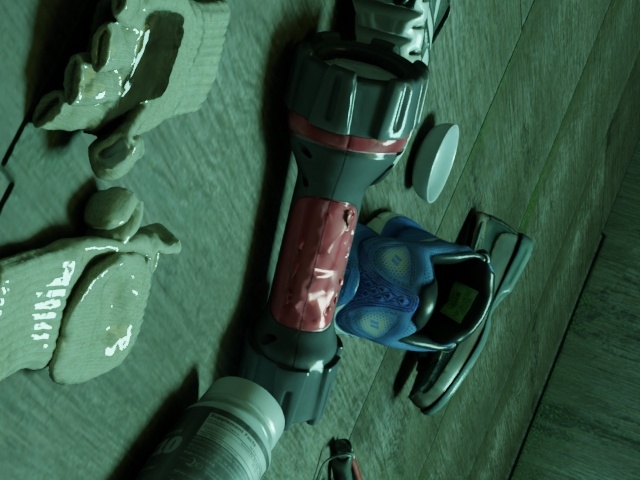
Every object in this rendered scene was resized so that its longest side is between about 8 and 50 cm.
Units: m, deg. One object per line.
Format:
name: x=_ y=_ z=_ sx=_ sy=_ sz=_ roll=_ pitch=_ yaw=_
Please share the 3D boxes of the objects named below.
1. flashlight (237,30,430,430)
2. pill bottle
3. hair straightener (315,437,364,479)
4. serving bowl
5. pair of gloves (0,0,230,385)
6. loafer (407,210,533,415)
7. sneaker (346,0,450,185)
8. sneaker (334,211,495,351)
flashlight: x=0.000 y=0.000 z=1.240 sx=0.103 sy=0.103 sz=0.304 roll=-10 pitch=123 yaw=-42
pill bottle: x=-0.083 y=0.166 z=1.188 sx=0.137 sy=0.078 sz=0.078 roll=-55 pitch=158 yaw=-45
hair straightener: x=0.027 y=0.287 z=1.773 sx=0.230 sy=0.047 sz=0.089 roll=83 pitch=30 yaw=-58
serving bowl: x=0.111 y=-0.081 z=1.653 sx=0.083 sy=0.027 sz=0.083 roll=19 pitch=90 yaw=-75
pair of gloves: x=-0.113 y=-0.029 z=0.918 sx=0.204 sy=0.042 sz=0.240 roll=-1 pitch=111 yaw=-74
loafer: x=0.161 y=0.083 z=1.973 sx=0.267 sy=0.084 sz=0.096 roll=-58 pitch=-168 yaw=-27
sneaker: x=0.059 y=-0.154 z=1.288 sx=0.106 sy=0.078 sz=0.234 roll=-45 pitch=148 yaw=-53
sneaker: x=0.086 y=0.052 z=1.504 sx=0.330 sy=0.147 sz=0.129 roll=-8 pitch=116 yaw=-74
